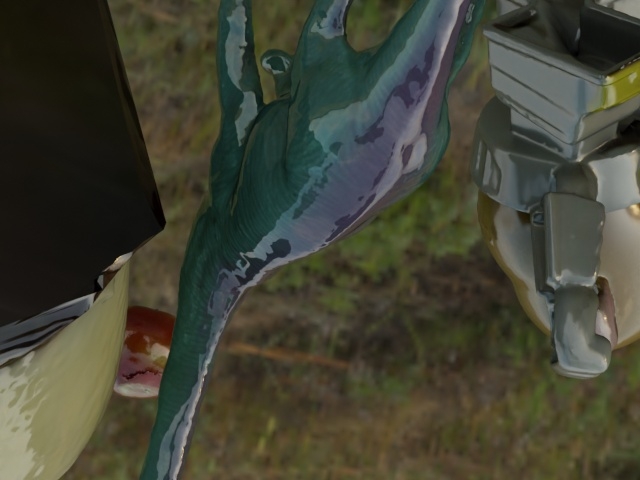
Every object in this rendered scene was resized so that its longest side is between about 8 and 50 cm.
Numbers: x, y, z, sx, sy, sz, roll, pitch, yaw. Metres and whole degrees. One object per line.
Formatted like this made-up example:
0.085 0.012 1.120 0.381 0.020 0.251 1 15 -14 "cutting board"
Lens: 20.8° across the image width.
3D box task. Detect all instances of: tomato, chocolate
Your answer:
-0.146 0.096 1.470 0.087 0.075 0.087 13 159 5 "tomato"
-0.245 0.020 1.035 0.326 0.314 0.297 -18 144 -4 "chocolate"

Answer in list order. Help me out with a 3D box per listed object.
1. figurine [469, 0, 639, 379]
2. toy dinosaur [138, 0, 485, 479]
0.193 -0.048 1.257 0.167 0.342 0.285 14 126 28 "figurine"
0.000 0.000 0.957 0.129 0.331 0.383 18 159 -29 "toy dinosaur"
